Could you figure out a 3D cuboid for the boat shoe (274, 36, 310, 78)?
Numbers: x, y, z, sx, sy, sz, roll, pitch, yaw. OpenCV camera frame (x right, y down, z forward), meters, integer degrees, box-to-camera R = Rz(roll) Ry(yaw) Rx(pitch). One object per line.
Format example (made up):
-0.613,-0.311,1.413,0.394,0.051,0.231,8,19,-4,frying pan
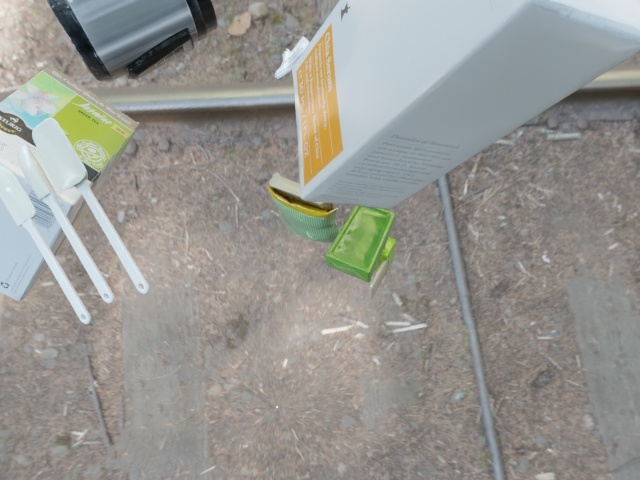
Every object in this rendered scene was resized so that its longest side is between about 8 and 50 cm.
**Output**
-0.062,-0.375,1.166,0.100,0.035,0.035,-43,115,5,boat shoe

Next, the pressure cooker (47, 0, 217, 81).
-0.440,-0.627,1.382,0.420,0.376,0.370,-29,69,-8,pressure cooker

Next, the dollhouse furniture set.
0.000,0.000,1.253,0.301,0.198,0.151,22,65,16,dollhouse furniture set

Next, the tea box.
-0.584,-0.119,1.167,0.219,0.329,0.324,33,37,-18,tea box

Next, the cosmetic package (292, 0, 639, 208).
0.127,-0.222,0.694,0.161,0.453,0.230,4,71,-26,cosmetic package

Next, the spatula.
-0.322,-0.015,0.728,0.168,0.019,0.242,-25,98,26,spatula
